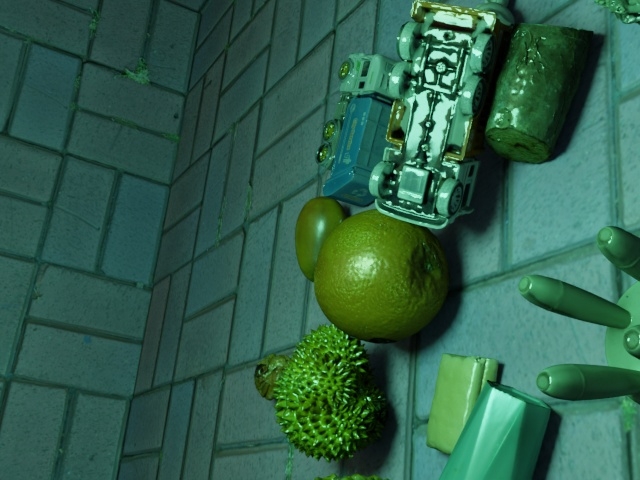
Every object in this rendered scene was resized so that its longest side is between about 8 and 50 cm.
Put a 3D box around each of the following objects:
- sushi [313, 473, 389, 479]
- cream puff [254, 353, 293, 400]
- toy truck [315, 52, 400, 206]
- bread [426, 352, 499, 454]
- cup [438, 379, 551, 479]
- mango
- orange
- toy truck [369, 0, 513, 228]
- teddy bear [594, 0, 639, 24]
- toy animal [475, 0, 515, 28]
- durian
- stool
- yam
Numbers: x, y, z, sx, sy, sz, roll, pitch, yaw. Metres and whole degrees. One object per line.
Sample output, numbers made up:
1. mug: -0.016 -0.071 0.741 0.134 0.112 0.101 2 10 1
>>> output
1. sushi: 0.091 0.594 1.255 0.397 0.240 0.351 21 92 61
2. cream puff: -0.122 0.354 1.970 0.133 0.104 0.119 5 86 64
3. toy truck: 0.108 -0.270 1.837 0.175 0.146 0.367 11 88 56
4. bread: 0.244 0.290 1.334 0.139 0.060 0.178 -9 68 62
5. cup: 0.270 0.347 1.187 0.148 0.134 0.235 19 88 61
6. mango: -0.002 -0.003 1.919 0.151 0.121 0.221 16 97 63
7. orange: 0.120 0.068 1.482 0.274 0.274 0.274 -40 41 48
8. toy truck: 0.232 -0.227 1.403 0.173 0.207 0.387 19 107 28
9. teddy bear: 0.507 -0.369 1.144 0.133 0.111 0.213 -30 14 2
10. toy animal: 0.334 -0.447 1.523 0.103 0.131 0.220 112 160 -43
11. durian: 0.015 0.321 1.546 0.225 0.291 0.291 -22 46 13
12. stool: 0.396 0.114 0.989 0.195 0.199 0.195 -45 39 47
13. yam: 0.375 -0.272 1.317 0.154 0.154 0.254 18 89 64
